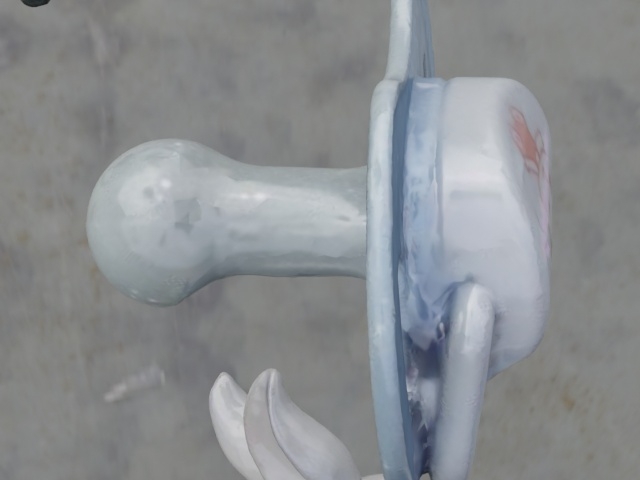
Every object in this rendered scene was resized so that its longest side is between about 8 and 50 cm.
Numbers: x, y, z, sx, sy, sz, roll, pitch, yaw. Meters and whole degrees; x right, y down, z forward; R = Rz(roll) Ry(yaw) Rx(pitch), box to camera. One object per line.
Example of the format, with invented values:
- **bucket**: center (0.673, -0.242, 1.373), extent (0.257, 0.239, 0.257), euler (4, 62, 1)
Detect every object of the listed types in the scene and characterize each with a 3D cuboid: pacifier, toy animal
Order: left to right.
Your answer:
- **pacifier**: center (0.000, 0.000, 0.942), extent (0.225, 0.238, 0.287), euler (3, 36, 8)
- **toy animal**: center (0.016, 0.173, 1.137), extent (0.220, 0.104, 0.131), euler (30, 87, -7)

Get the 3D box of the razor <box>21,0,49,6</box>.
- **razor**: center (-0.080, -0.174, 0.406), extent (0.042, 0.253, 0.082), euler (3, 43, 9)
